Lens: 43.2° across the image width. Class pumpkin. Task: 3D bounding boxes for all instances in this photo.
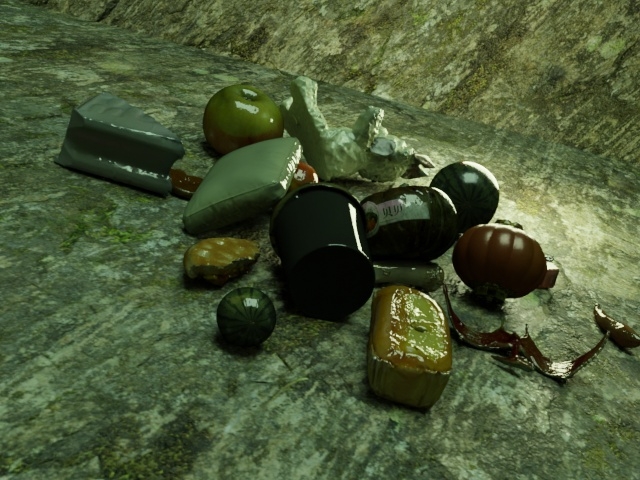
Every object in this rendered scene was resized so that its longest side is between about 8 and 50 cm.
[{"bbox_3d":[0.193,-0.047,1.885,0.260,0.189,0.260,-2,-14,-1],"label":"pumpkin"}]

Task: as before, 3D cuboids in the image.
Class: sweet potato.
[{"bbox_3d":[0.707,0.206,1.961,0.050,0.050,0.214,11,17,-16],"label":"sweet potato"}]

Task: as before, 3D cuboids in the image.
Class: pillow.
[{"bbox_3d":[-0.176,-0.135,1.880,0.255,0.120,0.322,-18,22,17],"label":"pillow"}]

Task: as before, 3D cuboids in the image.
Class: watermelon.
[{"bbox_3d":[0.407,-0.124,2.303,0.212,0.212,0.212,15,22,-6],"label":"watermelon"},{"bbox_3d":[-0.132,0.132,1.430,0.105,0.105,0.133,13,9,-11],"label":"watermelon"}]

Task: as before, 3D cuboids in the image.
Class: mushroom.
[{"bbox_3d":[0.179,0.075,1.852,0.209,0.071,0.084,5,19,-20],"label":"mushroom"}]

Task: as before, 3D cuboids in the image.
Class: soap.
[{"bbox_3d":[-0.466,-0.246,2.016,0.302,0.159,0.258,18,19,-2],"label":"soap"}]

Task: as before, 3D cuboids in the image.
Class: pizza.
[{"bbox_3d":[-0.203,0.040,1.649,0.127,0.058,0.246,20,20,10],"label":"pizza"}]

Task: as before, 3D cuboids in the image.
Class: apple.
[{"bbox_3d":[-0.225,-0.344,2.371,0.260,0.194,0.261,16,29,-9],"label":"apple"},{"bbox_3d":[-0.068,-0.128,2.037,0.146,0.147,0.146,15,22,-6],"label":"apple"}]

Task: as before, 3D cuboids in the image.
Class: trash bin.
[{"bbox_3d":[0.000,0.000,1.702,0.214,0.214,0.334,12,27,-12],"label":"trash bin"}]

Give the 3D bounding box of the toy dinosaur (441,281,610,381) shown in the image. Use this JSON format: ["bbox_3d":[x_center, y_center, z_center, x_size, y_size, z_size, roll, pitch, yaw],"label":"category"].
[{"bbox_3d":[0.407,0.185,1.696,0.327,0.113,0.206,29,25,32],"label":"toy dinosaur"}]

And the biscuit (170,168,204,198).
[{"bbox_3d":[-0.346,-0.142,2.021,0.175,0.026,0.124,26,23,18],"label":"biscuit"}]

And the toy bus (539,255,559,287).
[{"bbox_3d":[0.556,0.048,2.194,0.096,0.074,0.235,0,27,-22],"label":"toy bus"}]

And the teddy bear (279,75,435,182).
[{"bbox_3d":[0.116,-0.325,2.459,0.362,0.327,0.376,-18,75,-25],"label":"teddy bear"}]

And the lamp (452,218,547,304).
[{"bbox_3d":[0.423,0.049,1.915,0.223,0.197,0.223,17,-16,5],"label":"lamp"}]

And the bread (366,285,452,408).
[{"bbox_3d":[0.159,0.191,1.489,0.152,0.119,0.288,14,22,1],"label":"bread"}]
